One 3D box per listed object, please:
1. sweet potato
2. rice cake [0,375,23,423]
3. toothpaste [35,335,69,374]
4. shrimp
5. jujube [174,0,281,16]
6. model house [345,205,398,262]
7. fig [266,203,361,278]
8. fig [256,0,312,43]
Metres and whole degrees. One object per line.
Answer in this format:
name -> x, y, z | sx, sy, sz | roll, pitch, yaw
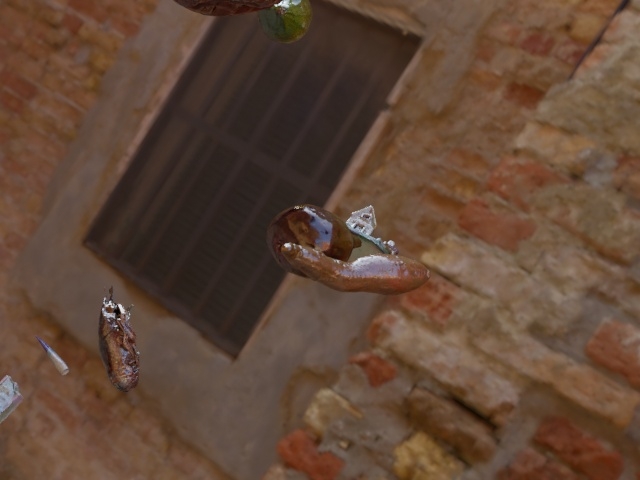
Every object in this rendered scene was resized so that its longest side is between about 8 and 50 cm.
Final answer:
sweet potato -> 0.035, 0.033, 1.170 | 0.214, 0.050, 0.050 | 8, 14, -38
rice cake -> -0.440, 0.244, 1.270 | 0.034, 0.211, 0.043 | 37, -43, 7
toothpaste -> -0.425, 0.180, 1.659 | 0.083, 0.015, 0.024 | 45, -10, 24
shrimp -> -0.338, 0.161, 1.752 | 0.073, 0.075, 0.190 | 26, 38, -56
jujube -> -0.140, -0.502, 1.727 | 0.276, 0.276, 0.377 | 33, 18, 1
model house -> 0.080, 0.005, 1.723 | 0.100, 0.088, 0.100 | 28, 38, 9
fig -> 0.000, 0.000, 1.498 | 0.154, 0.109, 0.103 | -10, -10, -44
fig -> -0.082, -0.480, 2.249 | 0.123, 0.123, 0.156 | 33, 20, -1
